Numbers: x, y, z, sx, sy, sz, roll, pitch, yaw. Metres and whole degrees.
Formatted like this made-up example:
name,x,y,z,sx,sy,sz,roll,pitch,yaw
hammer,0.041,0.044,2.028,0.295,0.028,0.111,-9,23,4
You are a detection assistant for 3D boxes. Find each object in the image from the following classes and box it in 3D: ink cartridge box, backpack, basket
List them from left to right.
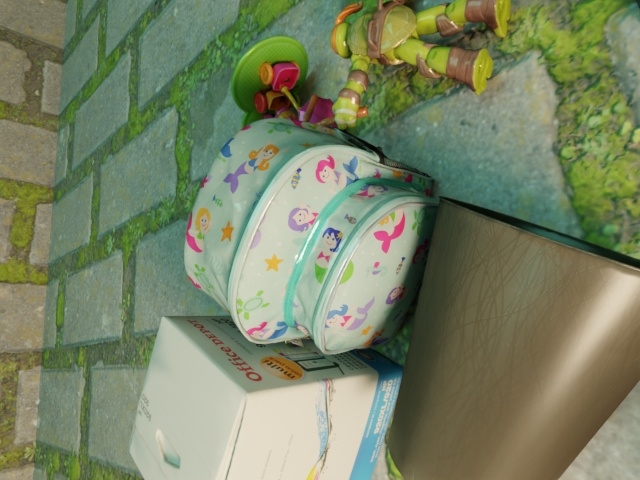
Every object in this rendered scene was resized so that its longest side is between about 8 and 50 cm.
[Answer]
name,x,y,z,sx,sy,sz,roll,pitch,yaw
ink cartridge box,-0.058,0.190,0.502,0.171,0.232,0.168,23,99,44
backpack,0.000,0.000,0.463,0.191,0.253,0.225,37,108,41
basket,0.154,0.101,0.375,0.204,0.154,0.227,29,107,45

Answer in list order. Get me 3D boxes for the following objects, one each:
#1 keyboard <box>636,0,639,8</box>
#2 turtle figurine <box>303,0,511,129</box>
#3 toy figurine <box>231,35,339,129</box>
name,x,y,z,sx,sy,sz,roll,pitch,yaw
keyboard,0.339,-0.237,0.333,0.180,0.023,0.108,-25,67,40
turtle figurine,0.093,-0.242,0.512,0.217,0.087,0.270,15,69,34
toy figurine,-0.040,-0.172,0.646,0.159,0.130,0.173,54,142,25
